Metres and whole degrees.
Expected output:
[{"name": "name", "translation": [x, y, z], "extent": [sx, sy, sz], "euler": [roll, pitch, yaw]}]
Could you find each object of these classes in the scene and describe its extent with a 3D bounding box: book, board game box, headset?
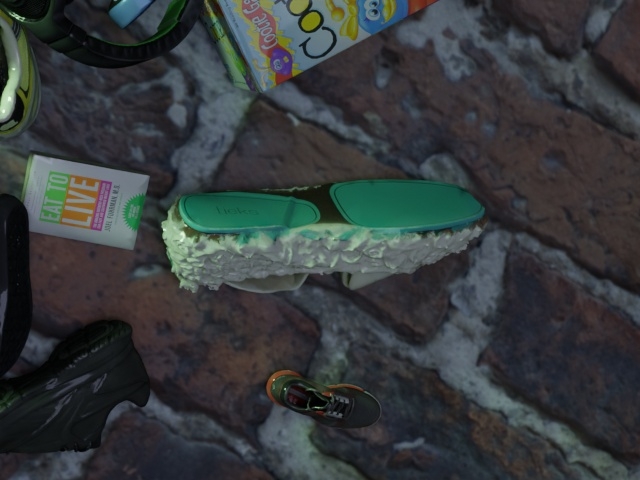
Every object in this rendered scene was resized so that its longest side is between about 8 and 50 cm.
[{"name": "book", "translation": [-0.288, -0.048, 1.959], "extent": [0.144, 0.035, 0.096], "euler": [10, 99, -19]}, {"name": "board game box", "translation": [0.002, -0.304, 1.949], "extent": [0.275, 0.144, 0.142], "euler": [-28, 106, -11]}, {"name": "headset", "translation": [-0.305, -0.351, 1.776], "extent": [0.394, 0.185, 0.243], "euler": [39, 61, -30]}]

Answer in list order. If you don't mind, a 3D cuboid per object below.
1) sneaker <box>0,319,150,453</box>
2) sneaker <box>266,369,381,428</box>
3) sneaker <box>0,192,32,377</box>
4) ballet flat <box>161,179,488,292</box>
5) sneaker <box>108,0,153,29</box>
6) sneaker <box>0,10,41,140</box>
[{"name": "sneaker", "translation": [-0.331, 0.214, 1.947], "extent": [0.286, 0.109, 0.130], "euler": [-29, 111, -9]}, {"name": "sneaker", "translation": [0.009, 0.212, 2.068], "extent": [0.158, 0.065, 0.061], "euler": [15, 93, -18]}, {"name": "sneaker", "translation": [-0.402, 0.048, 1.926], "extent": [0.097, 0.084, 0.235], "euler": [7, 101, 15]}, {"name": "ballet flat", "translation": [0.000, 0.000, 2.019], "extent": [0.409, 0.147, 0.147], "euler": [-1, 98, -14]}, {"name": "sneaker", "translation": [-0.192, -0.362, 1.921], "extent": [0.090, 0.081, 0.232], "euler": [38, 82, -10]}, {"name": "sneaker", "translation": [-0.406, -0.297, 1.823], "extent": [0.145, 0.147, 0.385], "euler": [-26, 103, -10]}]
